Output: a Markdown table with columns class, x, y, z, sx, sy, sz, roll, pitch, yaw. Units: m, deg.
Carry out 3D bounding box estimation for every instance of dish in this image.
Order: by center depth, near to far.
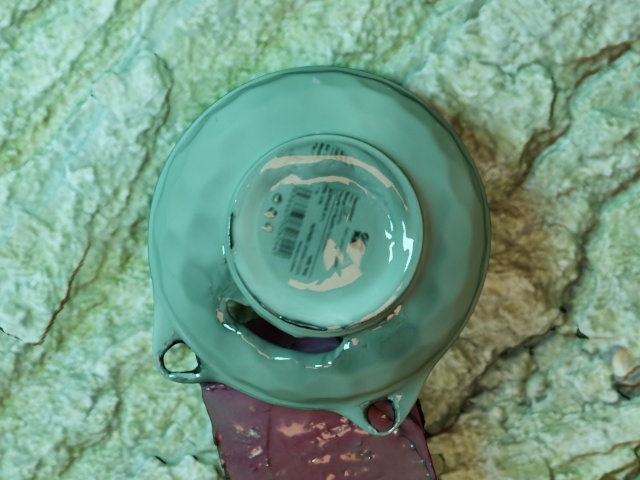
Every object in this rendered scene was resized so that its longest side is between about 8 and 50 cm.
| class | x | y | z | sx | sy | sz | roll | pitch | yaw |
| --- | --- | --- | --- | --- | --- | --- | --- | --- | --- |
| dish | 0.000 | 0.000 | 1.354 | 0.303 | 0.120 | 0.303 | 0 | 88 | -2 |

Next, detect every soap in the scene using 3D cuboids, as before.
| class | x | y | z | sx | sy | sz | roll | pitch | yaw |
| --- | --- | --- | --- | --- | --- | --- | --- | --- | --- |
| soap | 0.012 | 0.195 | 1.518 | 0.182 | 0.112 | 0.289 | -15 | 118 | 2 |
